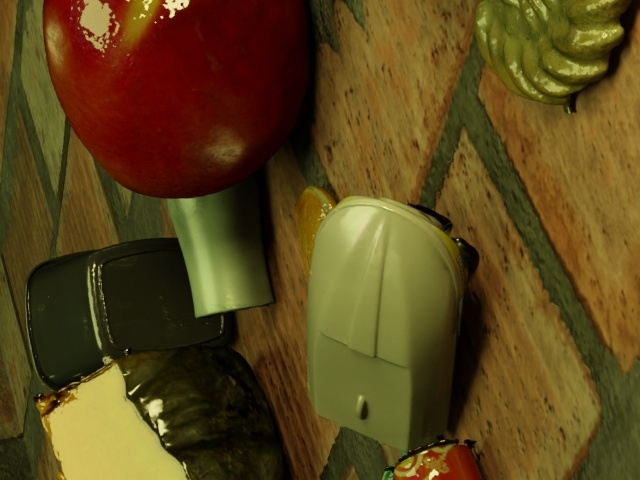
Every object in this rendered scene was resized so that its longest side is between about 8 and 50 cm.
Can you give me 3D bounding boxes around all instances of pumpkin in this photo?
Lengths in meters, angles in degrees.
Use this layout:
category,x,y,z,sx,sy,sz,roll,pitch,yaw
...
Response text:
category,x,y,z,sx,sy,sz,roll,pitch,yaw
pumpkin,-0.166,0.249,2.073,0.303,0.256,0.225,64,-171,-76

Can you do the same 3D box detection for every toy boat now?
category,x,y,z,sx,sy,sz,roll,pitch,yaw
toy boat,0.062,0.054,1.566,0.141,0.141,0.269,-118,28,-46

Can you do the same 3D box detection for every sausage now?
category,x,y,z,sx,sy,sz,roll,pitch,yaw
sausage,0.133,0.286,1.510,0.083,0.083,0.264,111,144,-53

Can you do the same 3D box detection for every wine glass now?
category,x,y,z,sx,sy,sz,roll,pitch,yaw
wine glass,-0.113,-0.034,2.050,0.103,0.103,0.231,159,99,-70

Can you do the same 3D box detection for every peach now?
category,x,y,z,sx,sy,sz,roll,pitch,yaw
peach,-0.140,-0.159,1.839,0.201,0.257,0.362,-111,28,-49

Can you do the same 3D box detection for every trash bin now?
category,x,y,z,sx,sy,sz,roll,pitch,yaw
trash bin,-0.237,0.089,2.292,0.290,0.209,0.182,158,106,-64

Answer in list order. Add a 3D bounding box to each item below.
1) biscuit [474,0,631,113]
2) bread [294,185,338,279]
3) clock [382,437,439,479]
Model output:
category,x,y,z,sx,sy,sz,roll,pitch,yaw
biscuit,0.165,-0.205,1.306,0.187,0.036,0.273,-121,31,-49
bread,0.000,0.000,1.856,0.110,0.024,0.110,174,90,-71
clock,0.085,0.241,1.672,0.135,0.041,0.101,106,151,-47
